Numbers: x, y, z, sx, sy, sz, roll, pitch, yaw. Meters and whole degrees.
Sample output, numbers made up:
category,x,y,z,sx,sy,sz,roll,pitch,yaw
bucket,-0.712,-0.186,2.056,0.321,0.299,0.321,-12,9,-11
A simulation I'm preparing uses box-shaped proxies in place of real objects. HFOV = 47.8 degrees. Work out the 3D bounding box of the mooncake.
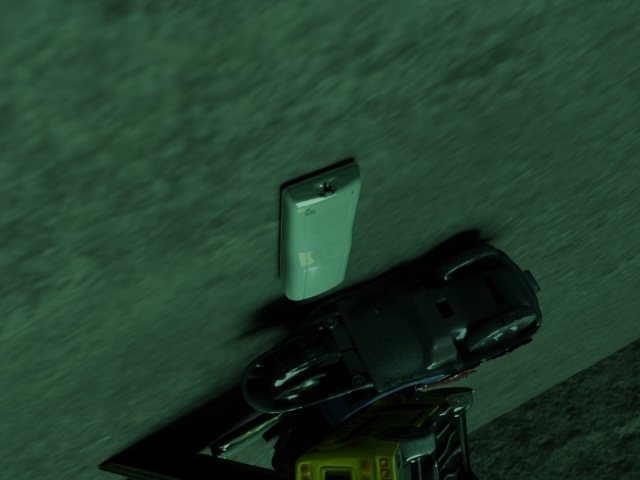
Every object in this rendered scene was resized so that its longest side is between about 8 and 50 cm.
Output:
category,x,y,z,sx,sy,sz,roll,pitch,yaw
mooncake,0.060,0.371,1.115,0.283,0.283,0.141,102,11,-61

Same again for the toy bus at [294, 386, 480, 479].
category,x,y,z,sx,sy,sz,roll,pitch,yaw
toy bus,0.095,0.269,0.855,0.152,0.144,0.330,-7,177,22

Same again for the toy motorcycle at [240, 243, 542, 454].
category,x,y,z,sx,sy,sz,roll,pitch,yaw
toy motorcycle,0.078,0.117,0.778,0.359,0.125,0.212,-16,156,-23

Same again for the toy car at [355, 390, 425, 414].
category,x,y,z,sx,sy,sz,roll,pitch,yaw
toy car,0.098,0.327,1.311,0.216,0.063,0.103,-25,144,-15

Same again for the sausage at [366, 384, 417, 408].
category,x,y,z,sx,sy,sz,roll,pitch,yaw
sausage,0.112,0.273,1.133,0.082,0.082,0.371,-24,148,-10

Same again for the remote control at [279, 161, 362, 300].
category,x,y,z,sx,sy,sz,roll,pitch,yaw
remote control,0.000,0.000,0.562,0.061,0.029,0.162,-24,157,-14

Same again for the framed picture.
category,x,y,z,sx,sy,sz,roll,pitch,yaw
framed picture,-0.104,0.300,0.903,0.273,0.016,0.216,4,170,25

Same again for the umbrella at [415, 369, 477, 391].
category,x,y,z,sx,sy,sz,roll,pitch,yaw
umbrella,0.248,0.273,1.426,0.165,0.025,0.027,-6,168,-37

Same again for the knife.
category,x,y,z,sx,sy,sz,roll,pitch,yaw
knife,-0.090,0.273,1.045,0.162,0.023,0.044,-32,153,10
